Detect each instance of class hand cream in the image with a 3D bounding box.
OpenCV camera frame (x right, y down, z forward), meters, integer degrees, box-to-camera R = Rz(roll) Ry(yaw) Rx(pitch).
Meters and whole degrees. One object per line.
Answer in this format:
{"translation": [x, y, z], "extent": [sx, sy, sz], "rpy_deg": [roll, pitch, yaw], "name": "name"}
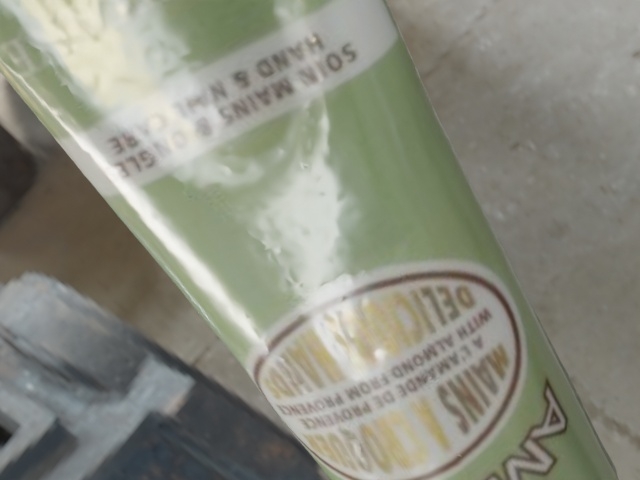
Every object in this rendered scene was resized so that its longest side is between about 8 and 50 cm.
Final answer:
{"translation": [0.000, 0.000, 0.363], "extent": [0.086, 0.235, 0.055], "rpy_deg": [-26, 28, 12], "name": "hand cream"}
